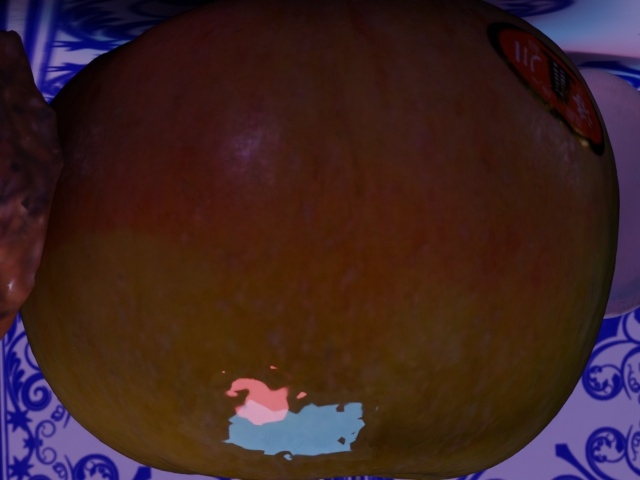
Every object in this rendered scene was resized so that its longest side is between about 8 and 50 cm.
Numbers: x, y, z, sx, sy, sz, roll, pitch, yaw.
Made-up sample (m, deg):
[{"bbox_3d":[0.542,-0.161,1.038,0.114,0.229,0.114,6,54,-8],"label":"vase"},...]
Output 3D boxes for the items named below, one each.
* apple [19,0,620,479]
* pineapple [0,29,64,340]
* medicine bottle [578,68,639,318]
[{"bbox_3d":[0.000,0.000,0.766,0.260,0.194,0.261,0,175,0],"label":"apple"},{"bbox_3d":[-0.239,-0.031,0.659,0.278,0.158,0.158,10,172,-22],"label":"pineapple"},{"bbox_3d":[0.062,-0.013,1.027,0.144,0.145,0.252,0,178,-37],"label":"medicine bottle"}]
